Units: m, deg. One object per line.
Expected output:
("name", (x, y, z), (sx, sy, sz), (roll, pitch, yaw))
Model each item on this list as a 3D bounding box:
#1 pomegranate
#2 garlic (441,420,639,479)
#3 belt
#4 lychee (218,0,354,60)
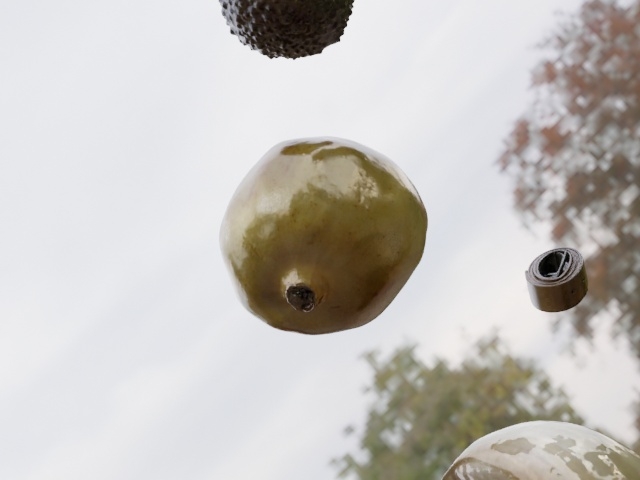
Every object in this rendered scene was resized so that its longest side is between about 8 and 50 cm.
("pomegranate", (0.000, -0.005, 1.729), (0.233, 0.233, 0.233), (-39, -15, -13))
("garlic", (0.256, 0.315, 1.640), (0.286, 0.313, 0.249), (31, -82, -41))
("belt", (0.226, 0.036, 1.532), (0.059, 0.036, 0.083), (-8, 24, 19))
("lychee", (-0.044, -0.290, 1.796), (0.171, 0.171, 0.171), (-39, -15, -13))
